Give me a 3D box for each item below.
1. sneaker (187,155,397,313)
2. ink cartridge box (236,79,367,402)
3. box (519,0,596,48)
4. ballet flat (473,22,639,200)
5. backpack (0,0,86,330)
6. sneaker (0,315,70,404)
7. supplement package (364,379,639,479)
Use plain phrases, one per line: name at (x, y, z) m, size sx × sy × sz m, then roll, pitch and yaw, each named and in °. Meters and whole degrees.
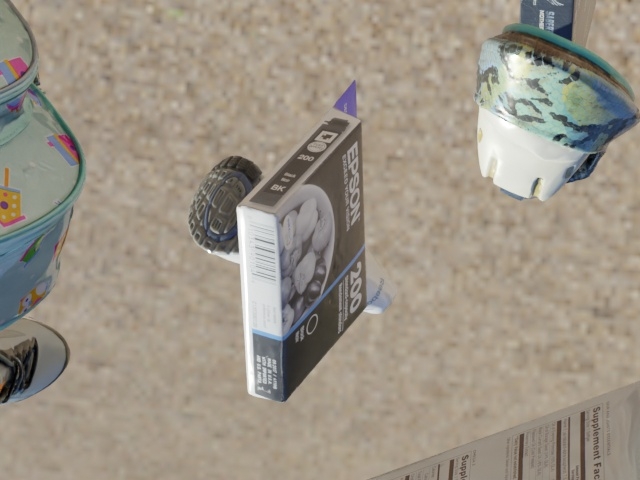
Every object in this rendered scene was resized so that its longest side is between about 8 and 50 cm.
sneaker at (-0.036, 0.007, 1.992) m, size 0.297 × 0.111 × 0.129 m, roll 37°, pitch -179°, yaw 44°
ink cartridge box at (0.000, 0.000, 1.574) m, size 0.045 × 0.208 × 0.206 m, roll 16°, pitch 132°, yaw 22°
box at (0.248, -0.262, 1.886) m, size 0.059 × 0.183 × 0.233 m, roll 9°, pitch 143°, yaw 11°
ballet flat at (0.092, -0.045, 0.741) m, size 0.070 × 0.070 × 0.188 m, roll 2°, pitch -179°, yaw 13°
backpack at (-0.197, -0.044, 0.826) m, size 0.166 × 0.188 × 0.144 m, roll -23°, pitch 157°, yaw -42°
sneaker at (-0.330, 0.132, 1.821) m, size 0.108 × 0.100 × 0.271 m, roll 15°, pitch -172°, yaw 27°
supplement package at (0.152, 0.266, 1.270) m, size 0.262 × 0.198 × 0.199 m, roll -23°, pitch 123°, yaw 24°
